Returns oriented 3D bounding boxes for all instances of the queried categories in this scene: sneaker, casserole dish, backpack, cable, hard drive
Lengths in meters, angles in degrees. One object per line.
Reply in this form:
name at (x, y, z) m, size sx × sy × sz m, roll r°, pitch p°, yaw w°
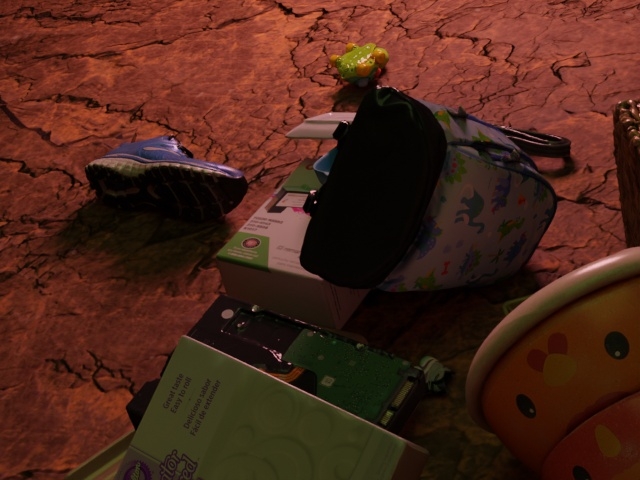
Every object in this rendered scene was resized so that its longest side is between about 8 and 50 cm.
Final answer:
sneaker at (0.145, 0.201, 1.552) m, size 0.069 × 0.038 × 0.098 m, roll 24°, pitch 52°, yaw 40°
casserole dish at (0.065, -0.120, 1.787) m, size 0.114 × 0.037 × 0.188 m, roll 8°, pitch 27°, yaw 26°
backpack at (0.177, -0.057, 1.647) m, size 0.273 × 0.290 × 0.355 m, roll 29°, pitch 16°, yaw 21°
cable at (0.294, -0.172, 1.982) m, size 0.287 × 0.072 × 0.139 m, roll 13°, pitch 18°, yaw 13°
hard drive at (-0.059, 0.214, 1.520) m, size 0.339 × 0.064 × 0.237 m, roll 16°, pitch 50°, yaw 28°
sneaker at (-0.265, -0.132, 2.039) m, size 0.330 × 0.130 × 0.147 m, roll 11°, pitch 47°, yaw 30°

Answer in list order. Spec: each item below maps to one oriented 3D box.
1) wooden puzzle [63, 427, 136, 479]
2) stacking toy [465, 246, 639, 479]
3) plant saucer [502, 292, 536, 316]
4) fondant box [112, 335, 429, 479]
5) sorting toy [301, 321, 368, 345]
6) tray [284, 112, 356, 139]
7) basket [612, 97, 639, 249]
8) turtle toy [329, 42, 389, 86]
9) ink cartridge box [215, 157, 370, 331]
wooden puzzle at (-0.194, 0.334, 1.501) m, size 0.221 × 0.044 × 0.238 m, roll -33°, pitch 46°, yaw -23°
stacking toy at (0.396, 0.274, 1.215) m, size 0.350 × 0.350 × 0.480 m, roll -19°, pitch 53°, yaw -6°
plant saucer at (0.366, 0.136, 1.554) m, size 0.188 × 0.045 × 0.188 m, roll -15°, pitch 37°, yaw -1°
fondant box at (-0.070, 0.287, 1.348) m, size 0.330 × 0.096 × 0.238 m, roll 21°, pitch 82°, yaw 29°
sorting toy at (-0.059, 0.191, 1.641) m, size 0.208 × 0.038 × 0.193 m, roll 13°, pitch 46°, yaw 26°
tray at (0.090, -0.188, 1.844) m, size 0.270 × 0.030 × 0.145 m, roll 4°, pitch 16°, yaw 27°
basket at (0.532, -0.064, 1.544) m, size 0.223 × 0.299 × 0.213 m, roll -13°, pitch 36°, yaw 7°
turtle toy at (0.086, -0.349, 2.244) m, size 0.095 × 0.066 × 0.130 m, roll 24°, pitch 51°, yaw 37°
ink cartridge box at (0.000, 0.000, 1.790) m, size 0.201 × 0.117 × 0.278 m, roll 12°, pitch 44°, yaw 31°
